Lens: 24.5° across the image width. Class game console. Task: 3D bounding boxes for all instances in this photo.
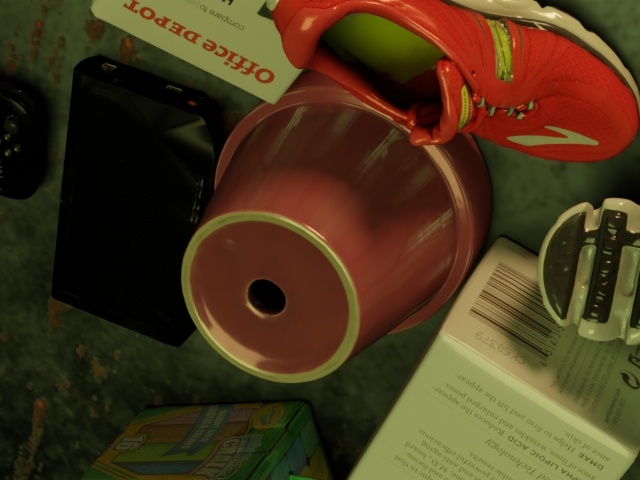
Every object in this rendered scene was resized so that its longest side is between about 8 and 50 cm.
[{"bbox_3d":[-0.243,-0.062,1.187,0.361,0.044,0.213,20,122,15],"label":"game console"}]

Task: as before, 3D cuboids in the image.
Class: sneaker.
[{"bbox_3d":[0.084,-0.097,0.930,0.279,0.118,0.107,20,132,-22],"label":"sneaker"},{"bbox_3d":[0.286,0.042,0.965,0.292,0.118,0.110,17,89,7],"label":"sneaker"}]

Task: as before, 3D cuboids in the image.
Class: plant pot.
[{"bbox_3d":[0.000,0.000,1.025,0.201,0.180,0.201,10,119,19],"label":"plant pot"}]

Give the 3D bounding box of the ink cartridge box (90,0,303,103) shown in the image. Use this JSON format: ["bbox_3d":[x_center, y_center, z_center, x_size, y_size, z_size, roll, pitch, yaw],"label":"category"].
[{"bbox_3d":[-0.037,-0.206,0.961,0.148,0.086,0.203,25,127,-21],"label":"ink cartridge box"}]

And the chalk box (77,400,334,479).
[{"bbox_3d":[-0.066,0.217,1.200,0.213,0.132,0.132,-5,112,25],"label":"chalk box"}]

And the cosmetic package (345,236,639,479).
[{"bbox_3d":[0.130,0.131,1.051,0.151,0.151,0.183,32,125,6],"label":"cosmetic package"}]
